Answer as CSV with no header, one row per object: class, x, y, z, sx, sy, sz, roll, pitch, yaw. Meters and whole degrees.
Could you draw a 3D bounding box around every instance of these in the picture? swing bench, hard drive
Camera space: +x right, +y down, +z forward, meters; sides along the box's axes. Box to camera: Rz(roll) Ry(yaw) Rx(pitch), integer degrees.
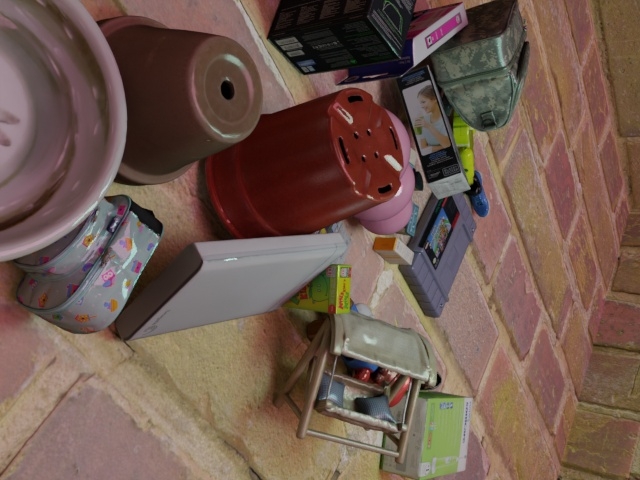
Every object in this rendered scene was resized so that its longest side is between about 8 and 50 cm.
swing bench,0.081,0.280,1.337,0.253,0.165,0.254,22,93,-25
hard drive,-0.138,0.072,1.119,0.353,0.233,0.047,-4,59,-52

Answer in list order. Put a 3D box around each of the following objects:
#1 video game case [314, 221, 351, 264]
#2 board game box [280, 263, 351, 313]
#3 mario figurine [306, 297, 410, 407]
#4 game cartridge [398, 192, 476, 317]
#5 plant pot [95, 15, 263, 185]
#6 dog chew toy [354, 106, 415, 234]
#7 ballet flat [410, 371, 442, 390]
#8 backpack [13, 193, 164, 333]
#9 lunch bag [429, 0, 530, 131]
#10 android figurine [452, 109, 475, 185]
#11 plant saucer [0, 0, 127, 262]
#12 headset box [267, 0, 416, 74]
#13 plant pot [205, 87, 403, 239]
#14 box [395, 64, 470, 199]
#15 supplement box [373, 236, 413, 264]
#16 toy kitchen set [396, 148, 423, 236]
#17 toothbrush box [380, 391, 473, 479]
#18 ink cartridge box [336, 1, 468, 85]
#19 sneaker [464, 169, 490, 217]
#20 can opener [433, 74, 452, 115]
video game case,0.000,0.000,1.417,0.183,0.023,0.201,65,34,-31
board game box,-0.025,0.088,1.286,0.043,0.181,0.092,2,90,-50
mario figurine,0.079,0.271,1.521,0.198,0.170,0.320,-38,117,-2
game cartridge,0.344,0.012,1.873,0.355,0.068,0.230,-61,139,-31
plant pot,-0.217,-0.216,0.983,0.263,0.229,0.262,-2,92,-53
dog chew toy,0.115,-0.137,1.458,0.206,0.207,0.331,-61,144,-30
ballet flat,0.232,0.348,1.710,0.281,0.096,0.095,16,80,-52
backpack,-0.327,0.027,0.899,0.144,0.166,0.188,40,60,-50
lunch bag,0.432,-0.452,1.708,0.255,0.213,0.305,66,33,-29
android figurine,0.415,-0.294,1.887,0.248,0.056,0.272,-74,158,-44
plant saucer,-0.433,-0.166,0.769,0.401,0.101,0.400,7,79,-41
headset box,0.059,-0.498,1.315,0.131,0.247,0.282,36,63,-47
plant pot,-0.015,-0.133,1.173,0.273,0.265,0.272,20,63,-45
box,0.280,-0.264,1.633,0.169,0.087,0.289,25,50,-69
supplement box,0.184,0.027,1.658,0.098,0.062,0.036,38,61,-48
toy kitchen set,0.194,-0.117,1.613,0.207,0.122,0.165,27,71,-50
toothbrush box,0.293,0.519,1.779,0.283,0.122,0.206,16,79,-51
ink cartridge box,0.194,-0.465,1.548,0.371,0.176,0.069,-47,127,-40
sneaker,0.481,-0.138,2.038,0.085,0.058,0.152,-27,109,-55
can opener,0.334,-0.390,1.844,0.095,0.076,0.283,85,21,-70
